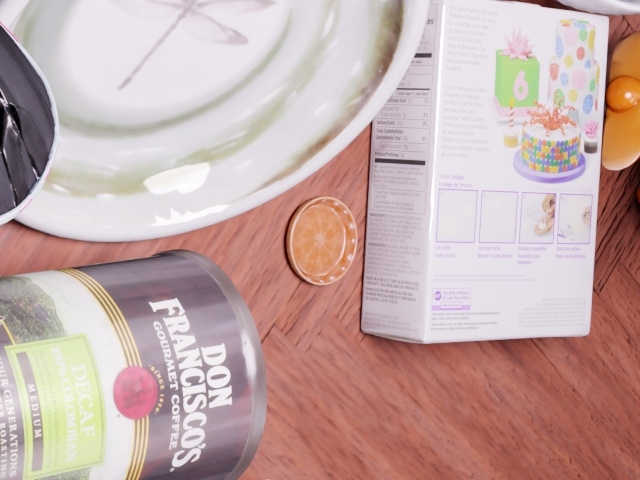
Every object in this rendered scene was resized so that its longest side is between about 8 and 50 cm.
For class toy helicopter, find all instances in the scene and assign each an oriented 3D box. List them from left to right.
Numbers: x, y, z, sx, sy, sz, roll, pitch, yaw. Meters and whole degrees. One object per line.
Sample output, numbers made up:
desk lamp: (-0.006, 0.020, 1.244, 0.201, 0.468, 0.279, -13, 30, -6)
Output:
toy helicopter: (0.367, -0.078, 1.830, 0.235, 0.140, 0.355, 52, 16, -13)

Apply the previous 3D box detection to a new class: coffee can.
coffee can: (-0.210, 0.122, 1.394, 0.275, 0.201, 0.201, -8, 100, -40)

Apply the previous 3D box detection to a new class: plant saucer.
plant saucer: (-0.110, -0.165, 1.430, 0.400, 0.100, 0.400, -20, 145, -14)
plant saucer: (0.000, 0.000, 1.686, 0.083, 0.013, 0.083, -6, 99, -41)

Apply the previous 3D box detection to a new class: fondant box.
fondant box: (0.165, -0.069, 1.769, 0.238, 0.096, 0.330, 1, 95, -41)

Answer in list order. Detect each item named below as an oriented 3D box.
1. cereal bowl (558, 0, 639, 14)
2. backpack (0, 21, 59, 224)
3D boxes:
cereal bowl: (0.266, -0.389, 1.784, 0.339, 0.141, 0.339, -1, 92, -36)
backpack: (-0.305, -0.099, 1.193, 0.253, 0.191, 0.225, 45, 31, -16)
